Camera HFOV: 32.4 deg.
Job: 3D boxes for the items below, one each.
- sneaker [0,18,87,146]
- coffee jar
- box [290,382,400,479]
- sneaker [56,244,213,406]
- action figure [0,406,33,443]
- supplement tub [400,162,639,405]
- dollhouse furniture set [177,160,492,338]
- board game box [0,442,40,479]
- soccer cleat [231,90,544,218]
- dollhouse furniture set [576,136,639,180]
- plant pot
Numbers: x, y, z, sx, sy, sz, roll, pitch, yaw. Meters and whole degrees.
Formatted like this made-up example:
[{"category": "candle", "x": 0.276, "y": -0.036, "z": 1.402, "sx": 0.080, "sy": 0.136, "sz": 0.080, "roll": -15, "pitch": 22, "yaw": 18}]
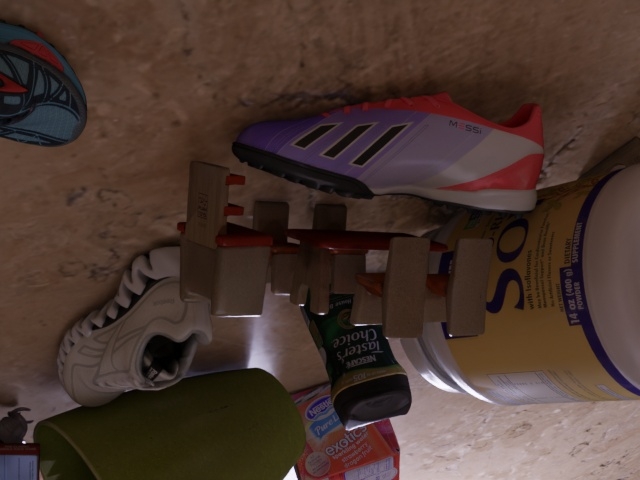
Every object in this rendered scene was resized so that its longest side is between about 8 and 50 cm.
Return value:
[{"category": "sneaker", "x": -0.279, "y": -0.104, "z": 0.811, "sx": 0.104, "sy": 0.125, "sz": 0.262, "roll": -35, "pitch": 147, "yaw": 26}, {"category": "coffee jar", "x": 0.043, "y": 0.135, "z": 1.344, "sx": 0.096, "sy": 0.184, "sz": 0.079, "roll": -14, "pitch": 150, "yaw": -11}, {"category": "box", "x": 0.034, "y": 0.340, "z": 1.723, "sx": 0.154, "sy": 0.142, "sz": 0.300, "roll": -17, "pitch": 151, "yaw": -5}, {"category": "sneaker", "x": -0.212, "y": 0.126, "z": 1.248, "sx": 0.110, "sy": 0.118, "sz": 0.292, "roll": 3, "pitch": 145, "yaw": -37}, {"category": "action figure", "x": -0.483, "y": 0.296, "z": 1.392, "sx": 0.285, "sy": 0.099, "sz": 0.185, "roll": -36, "pitch": 143, "yaw": -1}, {"category": "supplement tub", "x": 0.263, "y": 0.059, "z": 1.205, "sx": 0.241, "sy": 0.241, "sz": 0.331, "roll": 5, "pitch": 168, "yaw": -37}, {"category": "dollhouse furniture set", "x": 0.000, "y": 0.000, "z": 1.068, "sx": 0.259, "sy": 0.135, "sz": 0.262, "roll": 1, "pitch": -172, "yaw": -32}, {"category": "board game box", "x": -0.422, "y": 0.370, "z": 1.357, "sx": 0.145, "sy": 0.027, "sz": 0.281, "roll": 2, "pitch": 116, "yaw": -13}, {"category": "soccer cleat", "x": 0.071, "y": -0.098, "z": 1.080, "sx": 0.318, "sy": 0.108, "sz": 0.116, "roll": 7, "pitch": 99, "yaw": -16}, {"category": "dollhouse furniture set", "x": 0.421, "y": -0.014, "z": 1.346, "sx": 0.101, "sy": 0.161, "sz": 0.182, "roll": -38, "pitch": 145, "yaw": 30}, {"category": "plant pot", "x": -0.172, "y": 0.289, "z": 1.427, "sx": 0.293, "sy": 0.275, "sz": 0.275, "roll": -26, "pitch": 156, "yaw": -30}]
